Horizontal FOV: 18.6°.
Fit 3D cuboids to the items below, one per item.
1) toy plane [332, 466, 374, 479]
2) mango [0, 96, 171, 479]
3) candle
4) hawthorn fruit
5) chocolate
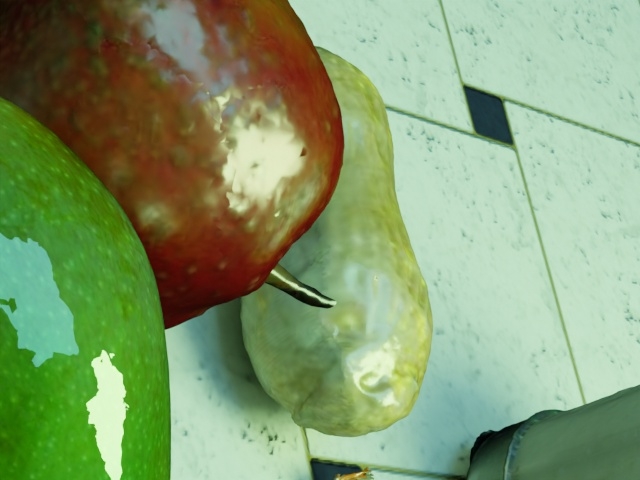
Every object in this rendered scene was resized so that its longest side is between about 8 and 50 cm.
[{"bbox_3d":[0.014,0.219,1.263,0.188,0.062,0.135,-10,71,-36],"label":"toy plane"},{"bbox_3d":[-0.177,0.096,0.990,0.201,0.225,0.381,18,54,-74],"label":"mango"},{"bbox_3d":[0.263,0.177,1.346,0.187,0.330,0.187,27,52,-40],"label":"candle"},{"bbox_3d":[-0.094,-0.059,1.193,0.300,0.254,0.254,40,40,-25],"label":"hawthorn fruit"},{"bbox_3d":[0.000,0.000,1.349,0.134,0.134,0.309,18,47,-39],"label":"chocolate"}]
